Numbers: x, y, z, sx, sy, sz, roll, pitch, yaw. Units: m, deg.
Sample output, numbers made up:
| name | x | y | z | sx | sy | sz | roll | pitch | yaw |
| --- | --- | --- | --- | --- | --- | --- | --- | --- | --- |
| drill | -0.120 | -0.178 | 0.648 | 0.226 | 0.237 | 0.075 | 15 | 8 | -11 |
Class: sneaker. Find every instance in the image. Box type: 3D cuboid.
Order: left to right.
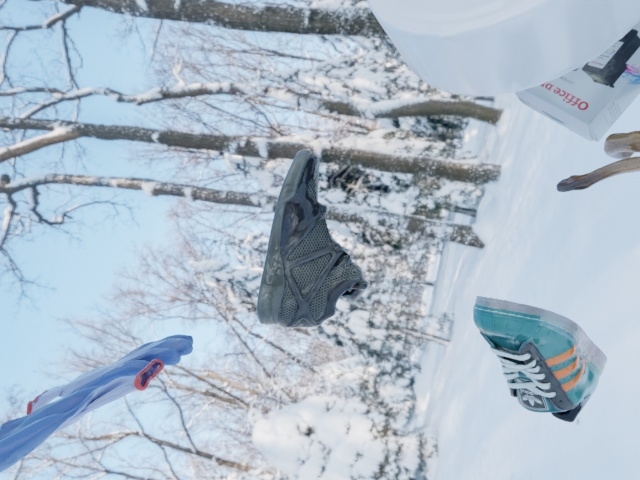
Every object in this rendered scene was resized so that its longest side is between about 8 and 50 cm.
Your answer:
| name | x | y | z | sx | sy | sz | roll | pitch | yaw |
| --- | --- | --- | --- | --- | --- | --- | --- | --- | --- |
| sneaker | 0.000 | 0.000 | 0.615 | 0.087 | 0.130 | 0.227 | 98 | 179 | -77 |
| sneaker | 0.303 | 0.173 | 0.667 | 0.302 | 0.108 | 0.121 | 31 | -105 | -33 |

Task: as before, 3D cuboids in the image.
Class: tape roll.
| name | x | y | z | sx | sy | sz | roll | pitch | yaw |
| --- | --- | --- | --- | --- | --- | --- | --- | --- | --- |
| tape roll | 0.189 | -0.295 | 0.487 | 0.100 | 0.286 | 0.286 | 32 | -113 | -49 |

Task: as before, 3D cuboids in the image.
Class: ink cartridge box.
| name | x | y | z | sx | sy | sz | roll | pitch | yaw |
| --- | --- | --- | --- | --- | --- | --- | --- | --- | --- |
| ink cartridge box | 0.347 | -0.234 | 0.604 | 0.072 | 0.127 | 0.175 | 13 | -63 | -52 |

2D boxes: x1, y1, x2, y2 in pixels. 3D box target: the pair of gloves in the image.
| name | x | y | z | sx | sy | sz | roll | pitch | yaw |
| --- | --- | --- | --- | --- | --- | --- | --- | --- | --- |
| pair of gloves | -0.189 | 0.126 | 0.390 | 0.198 | 0.159 | 0.023 | -135 | 21 | -86 |

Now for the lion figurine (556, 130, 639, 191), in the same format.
| name | x | y | z | sx | sy | sz | roll | pitch | yaw |
| --- | --- | --- | --- | --- | --- | --- | --- | --- | --- |
| lion figurine | 0.451 | -0.036 | 0.425 | 0.240 | 0.392 | 0.142 | -43 | -44 | -81 |
